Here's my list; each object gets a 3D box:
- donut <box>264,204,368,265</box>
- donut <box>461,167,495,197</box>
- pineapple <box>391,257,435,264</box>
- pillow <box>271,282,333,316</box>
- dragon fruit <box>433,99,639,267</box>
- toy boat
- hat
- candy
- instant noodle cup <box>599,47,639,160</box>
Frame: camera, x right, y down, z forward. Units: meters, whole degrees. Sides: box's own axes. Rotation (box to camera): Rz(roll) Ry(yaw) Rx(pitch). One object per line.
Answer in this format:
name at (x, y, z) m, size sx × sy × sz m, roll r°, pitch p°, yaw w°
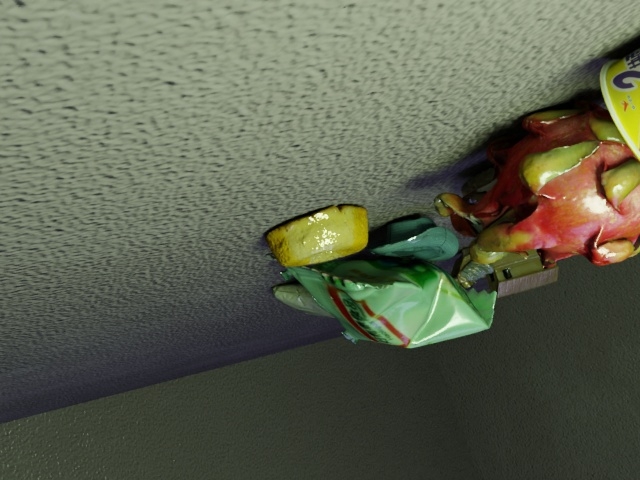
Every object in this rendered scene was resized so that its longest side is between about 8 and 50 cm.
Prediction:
donut at (0.000, 0.000, 1.336) m, size 0.162 × 0.065 × 0.178 m, roll -27°, pitch 168°, yaw 38°
donut at (0.316, -0.066, 1.387) m, size 0.126 × 0.144 × 0.186 m, roll -2°, pitch -154°, yaw 33°
pineapple at (0.184, 0.072, 1.918) m, size 0.130 × 0.119 × 0.277 m, roll 26°, pitch 166°, yaw 3°
pillow at (0.059, 0.150, 1.913) m, size 0.280 × 0.076 × 0.274 m, roll 3°, pitch 168°, yaw 17°
dragon fruit at (0.335, -0.065, 1.162) m, size 0.243 × 0.228 × 0.307 m, roll -7°, pitch 167°, yaw -31°
toy boat at (0.569, 0.054, 2.324) m, size 0.445 × 0.162 × 0.136 m, roll -17°, pitch 167°, yaw -11°
hat at (0.172, -0.009, 1.562) m, size 0.138 × 0.078 × 0.191 m, roll -15°, pitch 163°, yaw 39°
candy at (0.110, 0.094, 1.523) m, size 0.262 × 0.172 × 0.398 m, roll -1°, pitch 162°, yaw 43°
instant noodle cup at (0.451, -0.168, 0.939) m, size 0.213 × 0.213 × 0.174 m, roll -8°, pitch 158°, yaw -44°
